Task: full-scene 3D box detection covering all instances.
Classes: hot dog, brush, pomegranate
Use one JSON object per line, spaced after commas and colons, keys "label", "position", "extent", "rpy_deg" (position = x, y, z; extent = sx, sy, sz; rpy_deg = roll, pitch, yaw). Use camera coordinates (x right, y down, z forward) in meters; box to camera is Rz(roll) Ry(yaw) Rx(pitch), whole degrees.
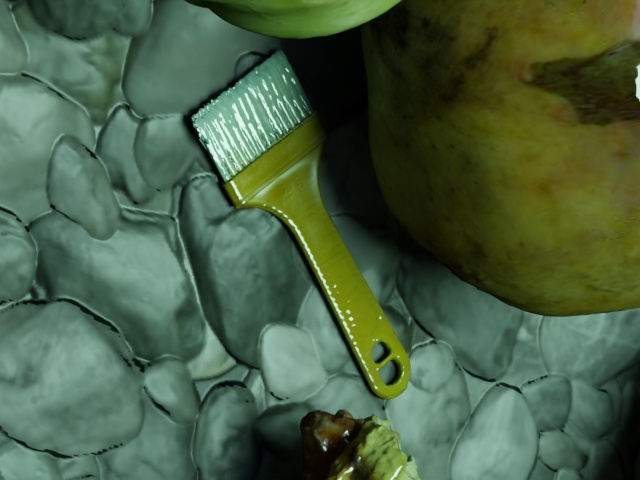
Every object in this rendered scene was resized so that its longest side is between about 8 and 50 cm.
{"label": "hot dog", "position": [0.012, 0.199, 0.971], "extent": [0.103, 0.146, 0.213], "rpy_deg": [-3, 80, 0]}
{"label": "brush", "position": [0.000, 0.000, 1.046], "extent": [0.082, 0.010, 0.218], "rpy_deg": [-39, 109, -31]}
{"label": "pomegranate", "position": [0.160, -0.095, 1.018], "extent": [0.281, 0.281, 0.281], "rpy_deg": [3, 85, -35]}

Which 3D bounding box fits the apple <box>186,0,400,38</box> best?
{"label": "apple", "position": [-0.052, -0.278, 0.835], "extent": [0.357, 0.357, 0.357], "rpy_deg": [3, 85, -35]}
